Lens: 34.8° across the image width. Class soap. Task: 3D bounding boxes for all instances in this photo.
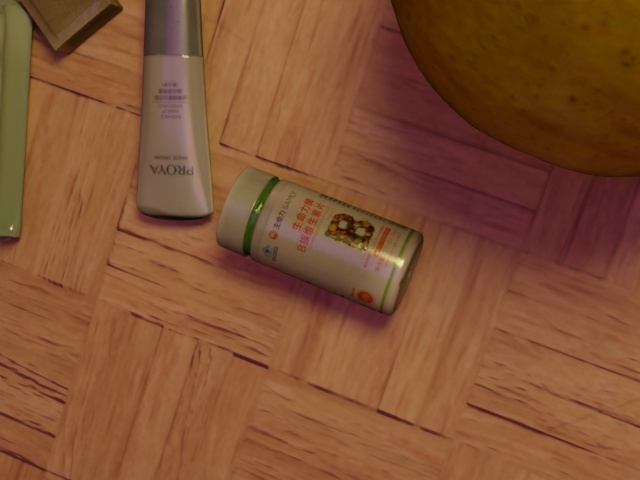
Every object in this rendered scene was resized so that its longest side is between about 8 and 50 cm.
[{"bbox_3d":[-0.383,-0.128,1.058,0.150,0.094,0.262,8,98,18],"label":"soap"}]

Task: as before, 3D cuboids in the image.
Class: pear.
[{"bbox_3d":[0.220,-0.223,0.739,0.362,0.418,0.363,0,89,12],"label":"pear"}]

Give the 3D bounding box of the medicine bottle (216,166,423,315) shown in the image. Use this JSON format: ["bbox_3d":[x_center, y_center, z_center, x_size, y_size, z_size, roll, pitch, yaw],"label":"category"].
[{"bbox_3d":[0.000,0.000,0.977,0.183,0.086,0.086,21,99,10],"label":"medicine bottle"}]

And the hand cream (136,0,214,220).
[{"bbox_3d":[-0.145,-0.147,1.017,0.079,0.048,0.255,2,96,12],"label":"hand cream"}]

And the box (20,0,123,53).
[{"bbox_3d":[-0.259,-0.248,1.042,0.079,0.035,0.083,-35,86,14],"label":"box"}]
